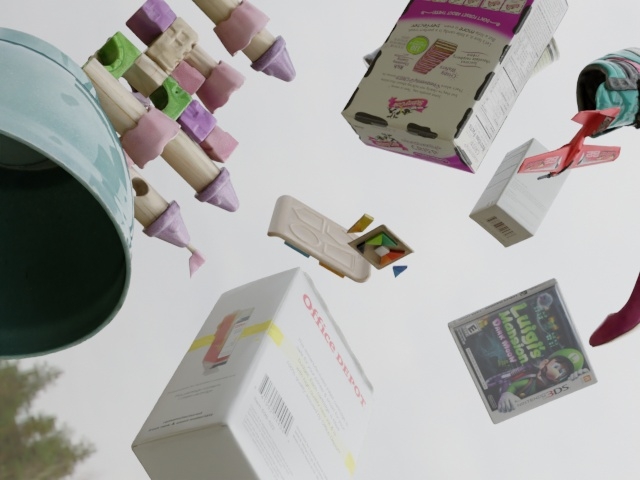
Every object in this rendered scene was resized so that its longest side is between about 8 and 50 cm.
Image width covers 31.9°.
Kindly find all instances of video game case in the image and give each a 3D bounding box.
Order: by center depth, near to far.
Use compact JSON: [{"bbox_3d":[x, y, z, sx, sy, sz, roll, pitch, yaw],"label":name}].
[{"bbox_3d":[0.303,0.168,1.670,0.022,0.173,0.190,-99,163,-66],"label":"video game case"}]

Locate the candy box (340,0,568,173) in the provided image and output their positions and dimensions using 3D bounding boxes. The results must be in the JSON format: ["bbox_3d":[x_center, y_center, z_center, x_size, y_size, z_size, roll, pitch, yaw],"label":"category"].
[{"bbox_3d":[0.150,-0.201,1.248,0.159,0.233,0.071,20,-18,39],"label":"candy box"}]

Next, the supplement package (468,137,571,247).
[{"bbox_3d":[0.392,-0.093,2.204,0.105,0.179,0.105,39,-26,-10],"label":"supplement package"}]

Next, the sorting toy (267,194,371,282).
[{"bbox_3d":[0.000,0.000,2.134,0.038,0.208,0.193,-61,-172,23],"label":"sorting toy"}]

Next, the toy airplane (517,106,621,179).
[{"bbox_3d":[0.304,-0.115,1.334,0.151,0.151,0.028,119,-44,-59],"label":"toy airplane"}]

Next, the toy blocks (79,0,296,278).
[{"bbox_3d":[-0.191,-0.132,1.389,0.260,0.288,0.309,44,-39,-16],"label":"toy blocks"}]

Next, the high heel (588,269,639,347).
[{"bbox_3d":[0.491,0.072,1.750,0.244,0.082,0.117,-45,-110,42],"label":"high heel"}]

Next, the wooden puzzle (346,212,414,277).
[{"bbox_3d":[0.083,0.011,1.553,0.078,0.116,0.014,-34,-148,40],"label":"wooden puzzle"}]

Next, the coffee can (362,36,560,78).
[{"bbox_3d":[0.240,-0.311,1.925,0.201,0.275,0.201,55,4,-6],"label":"coffee can"}]

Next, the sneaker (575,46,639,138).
[{"bbox_3d":[0.506,-0.202,1.746,0.295,0.178,0.124,47,-37,42],"label":"sneaker"}]

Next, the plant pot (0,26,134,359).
[{"bbox_3d":[-0.295,-0.062,0.976,0.293,0.293,0.196,101,-5,-45],"label":"plant pot"}]

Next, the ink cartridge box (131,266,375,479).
[{"bbox_3d":[-0.077,0.263,1.616,0.279,0.160,0.384,62,27,-21],"label":"ink cartridge box"}]
